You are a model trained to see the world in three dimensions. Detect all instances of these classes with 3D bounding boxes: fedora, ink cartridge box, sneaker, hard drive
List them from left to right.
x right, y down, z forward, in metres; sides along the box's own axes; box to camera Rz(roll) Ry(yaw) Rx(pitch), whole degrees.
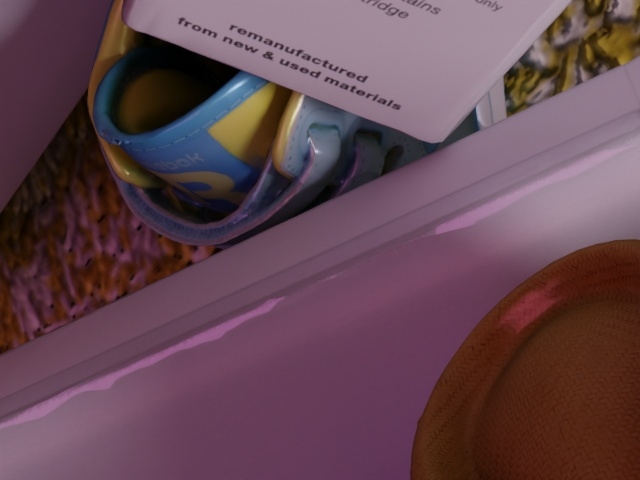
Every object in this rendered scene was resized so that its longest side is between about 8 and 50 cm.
[{"bbox_3d":[0.000,0.000,0.528,0.127,0.208,0.319,-5,104,32],"label":"sneaker"},{"bbox_3d":[0.024,0.084,0.499,0.353,0.047,0.233,-24,131,17],"label":"hard drive"},{"bbox_3d":[0.053,-0.183,0.333,0.114,0.197,0.273,19,150,-14],"label":"ink cartridge box"},{"bbox_3d":[0.079,0.060,0.322,0.194,0.194,0.079,-30,123,36],"label":"fedora"}]

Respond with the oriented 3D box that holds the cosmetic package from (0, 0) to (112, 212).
[{"bbox_3d":[-0.210,-0.162,0.628,0.377,0.097,0.284,-46,59,35],"label":"cosmetic package"}]
